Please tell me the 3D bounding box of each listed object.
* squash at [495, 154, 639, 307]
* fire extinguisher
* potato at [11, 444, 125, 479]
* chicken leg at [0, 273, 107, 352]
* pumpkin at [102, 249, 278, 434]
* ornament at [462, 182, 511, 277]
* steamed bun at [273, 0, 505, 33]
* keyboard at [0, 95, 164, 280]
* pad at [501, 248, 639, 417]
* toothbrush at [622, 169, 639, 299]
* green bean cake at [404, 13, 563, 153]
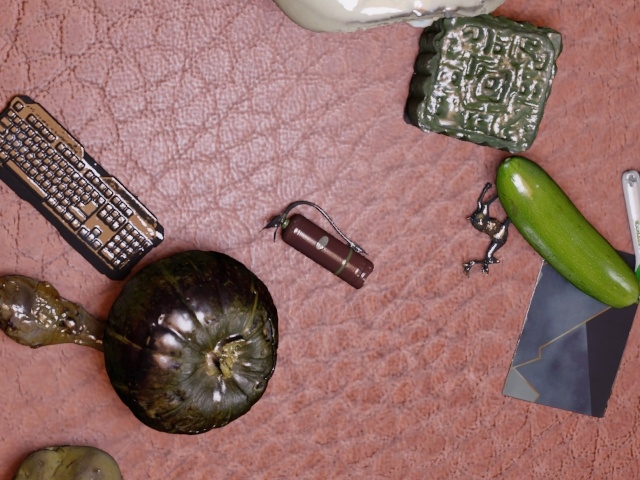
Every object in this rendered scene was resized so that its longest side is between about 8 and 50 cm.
[{"bbox_3d":[0.327,-0.005,1.801,0.082,0.082,0.292,-46,115,-1],"label":"squash"},{"bbox_3d":[0.000,0.000,1.770,0.157,0.045,0.078,33,64,-14],"label":"fire extinguisher"},{"bbox_3d":[-0.319,0.363,1.723,0.154,0.137,0.200,-1,102,19],"label":"potato"},{"bbox_3d":[-0.331,0.105,1.712,0.197,0.069,0.085,21,72,-21],"label":"chicken leg"},{"bbox_3d":[-0.160,0.131,1.687,0.238,0.159,0.238,-5,100,-32],"label":"pumpkin"},{"bbox_3d":[0.225,-0.007,1.821,0.073,0.028,0.125,31,91,-16],"label":"ornament"},{"bbox_3d":[0.076,-0.405,1.613,0.333,0.233,0.312,-1,97,-8],"label":"steamed bun"},{"bbox_3d":[-0.317,-0.065,1.703,0.106,0.016,0.262,-45,105,-1],"label":"keyboard"},{"bbox_3d":[0.362,0.122,1.885,0.163,0.004,0.243,14,97,-14],"label":"pad"},{"bbox_3d":[0.454,0.049,1.878,0.030,0.030,0.304,-12,100,-9],"label":"toothbrush"},{"bbox_3d":[0.215,-0.211,1.748,0.181,0.094,0.173,14,98,-13],"label":"green bean cake"}]
